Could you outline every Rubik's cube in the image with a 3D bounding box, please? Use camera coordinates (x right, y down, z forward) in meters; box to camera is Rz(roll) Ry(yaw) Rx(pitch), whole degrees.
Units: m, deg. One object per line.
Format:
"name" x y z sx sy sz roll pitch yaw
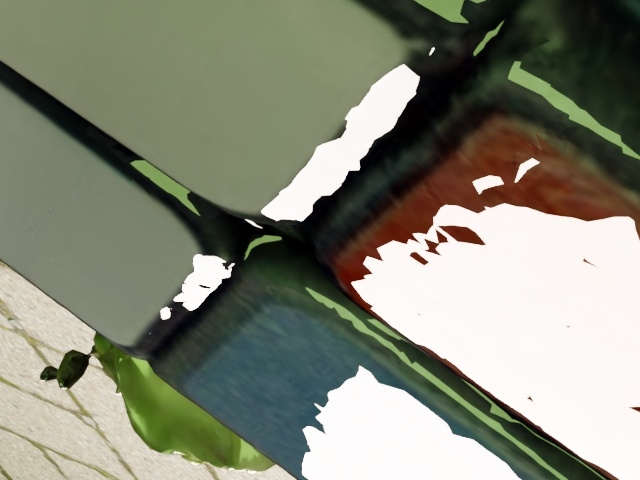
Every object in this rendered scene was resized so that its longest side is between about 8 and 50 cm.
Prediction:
"Rubik's cube" 0.063 -0.111 0.533 0.316 0.318 0.313 35 155 -6

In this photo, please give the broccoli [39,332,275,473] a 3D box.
"broccoli" 0.004 0.011 0.818 0.348 0.281 0.293 46 125 7
